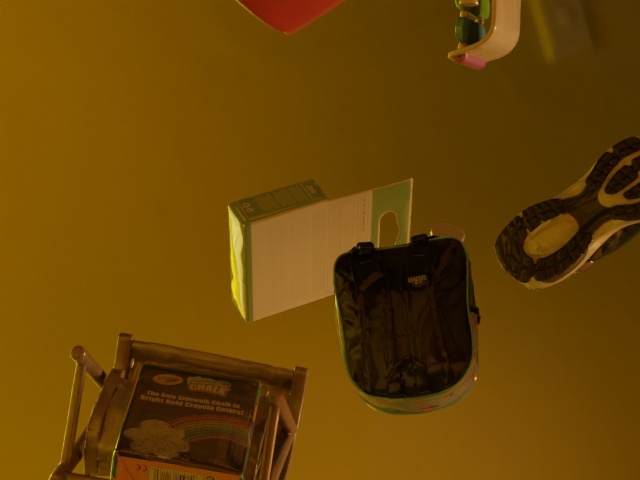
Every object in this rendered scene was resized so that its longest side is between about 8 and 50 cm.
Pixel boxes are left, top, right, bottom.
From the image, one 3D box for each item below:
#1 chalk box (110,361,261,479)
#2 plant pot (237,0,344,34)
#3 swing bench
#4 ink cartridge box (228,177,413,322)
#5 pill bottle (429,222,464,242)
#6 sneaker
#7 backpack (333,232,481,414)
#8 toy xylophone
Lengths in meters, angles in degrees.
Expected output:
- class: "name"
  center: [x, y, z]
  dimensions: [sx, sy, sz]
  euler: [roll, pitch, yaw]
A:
- class: "chalk box"
  center: [-0.138, 0.219, 1.442]
  dimensions: [0.132, 0.132, 0.213]
  euler: [10, 27, 0]
- class: "plant pot"
  center: [-0.011, -0.350, 1.344]
  dimensions: [0.243, 0.275, 0.275]
  euler: [-42, -7, 14]
- class: "swing bench"
  center: [-0.163, 0.221, 1.691]
  dimensions: [0.253, 0.165, 0.255]
  euler: [10, 1, 6]
- class: "ink cartridge box"
  center: [0.000, 0.000, 1.792]
  dimensions: [0.235, 0.171, 0.056]
  euler: [-18, 44, -20]
- class: "pill bottle"
  center: [0.167, 0.035, 1.952]
  dimensions: [0.065, 0.116, 0.065]
  euler: [7, 35, -5]
- class: "sneaker"
  center: [0.486, -0.041, 2.372]
  dimensions: [0.410, 0.158, 0.182]
  euler: [-28, -22, -1]
- class: "backpack"
  center: [0.101, 0.106, 1.586]
  dimensions: [0.166, 0.188, 0.144]
  euler: [-7, -28, 3]
- class: "toy xylophone"
  center: [0.245, -0.433, 2.141]
  dimensions: [0.081, 0.322, 0.236]
  euler: [2, -9, 26]
